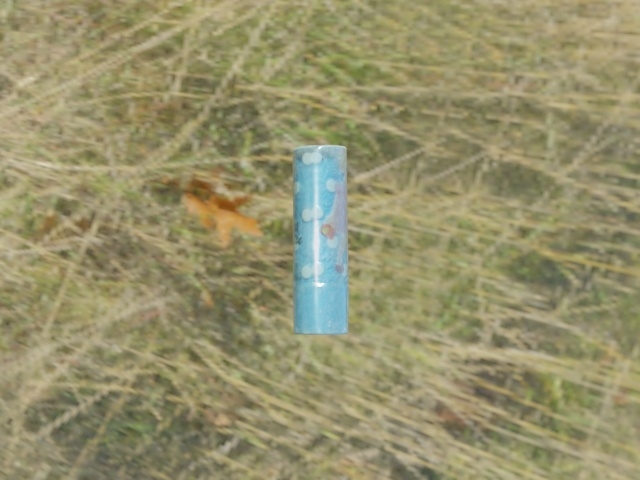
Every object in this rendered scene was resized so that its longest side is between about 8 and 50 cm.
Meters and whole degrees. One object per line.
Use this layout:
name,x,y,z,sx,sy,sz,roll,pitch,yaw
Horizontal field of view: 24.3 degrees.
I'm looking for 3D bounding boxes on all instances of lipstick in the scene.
lipstick,0.000,0.000,1.247,0.048,0.048,0.158,2,87,-39
